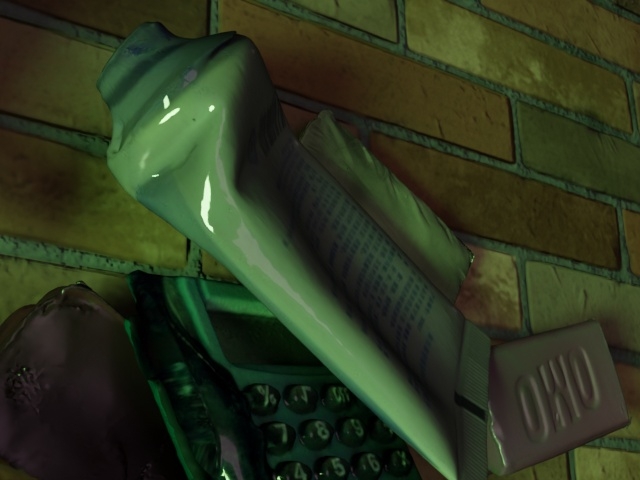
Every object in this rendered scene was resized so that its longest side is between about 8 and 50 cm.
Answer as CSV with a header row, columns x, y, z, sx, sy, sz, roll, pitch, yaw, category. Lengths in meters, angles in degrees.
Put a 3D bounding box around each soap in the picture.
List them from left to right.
x,y,z,sx,sy,sz,roll,pitch,yaw,category
0.213,0.155,0.955,0.203,0.065,0.122,-9,79,-39,soap

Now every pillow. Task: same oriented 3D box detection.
x,y,z,sx,sy,sz,roll,pitch,yaw,category
0.053,-0.010,0.906,0.229,0.051,0.128,44,56,-18,pillow

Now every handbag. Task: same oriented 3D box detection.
x,y,z,sx,sy,sz,roll,pitch,yaw,category
-0.171,0.165,0.657,0.203,0.074,0.216,42,55,-17,handbag

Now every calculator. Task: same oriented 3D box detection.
x,y,z,sx,sy,sz,roll,pitch,yaw,category
-0.011,0.147,0.707,0.248,0.058,0.274,12,47,-56,calculator

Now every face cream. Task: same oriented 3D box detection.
x,y,z,sx,sy,sz,roll,pitch,yaw,category
0.000,0.000,0.750,0.420,0.137,0.235,45,24,-13,face cream

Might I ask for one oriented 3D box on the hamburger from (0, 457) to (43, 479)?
x,y,z,sx,sy,sz,roll,pitch,yaw,category
-0.216,0.217,0.500,0.243,0.146,0.286,-1,94,-10,hamburger
